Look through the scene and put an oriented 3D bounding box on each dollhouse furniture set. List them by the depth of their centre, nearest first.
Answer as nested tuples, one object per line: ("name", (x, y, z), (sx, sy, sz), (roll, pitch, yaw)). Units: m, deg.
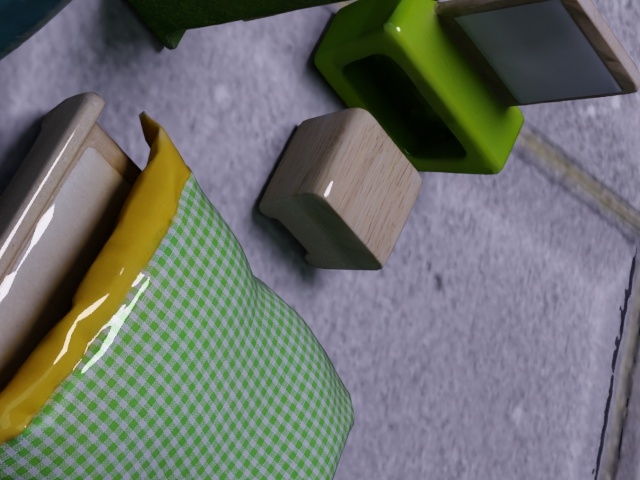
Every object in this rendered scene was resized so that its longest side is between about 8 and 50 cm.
("dollhouse furniture set", (0.000, 0.000, 0.692), (0.197, 0.151, 0.301), (49, 54, -33))

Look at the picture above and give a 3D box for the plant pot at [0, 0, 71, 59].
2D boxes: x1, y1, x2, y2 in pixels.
("plant pot", (-0.188, -0.247, 0.399), (0.334, 0.341, 0.341), (24, 69, -35))
